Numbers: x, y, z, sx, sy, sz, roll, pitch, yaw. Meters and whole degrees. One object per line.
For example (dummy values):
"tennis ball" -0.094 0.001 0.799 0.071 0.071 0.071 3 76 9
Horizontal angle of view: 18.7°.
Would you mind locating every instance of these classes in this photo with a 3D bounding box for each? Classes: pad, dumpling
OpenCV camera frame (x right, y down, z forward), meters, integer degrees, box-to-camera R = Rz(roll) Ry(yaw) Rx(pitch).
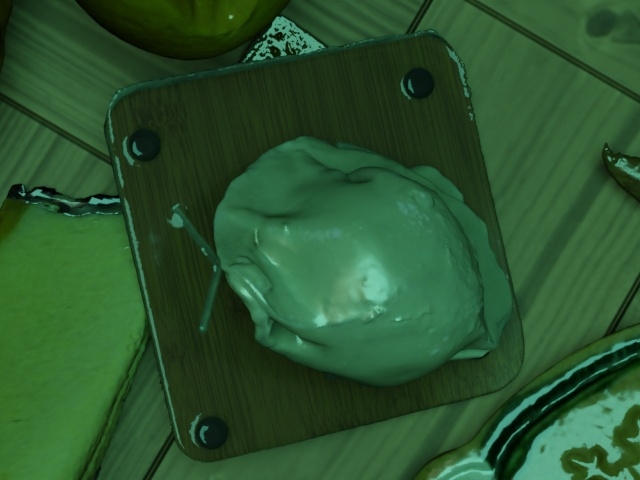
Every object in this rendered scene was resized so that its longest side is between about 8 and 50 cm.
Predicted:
"pad" 0.000 0.000 1.457 0.284 0.018 0.286 -12 89 -15
"dumpling" 0.031 0.007 1.385 0.258 0.147 0.193 -1 64 -38

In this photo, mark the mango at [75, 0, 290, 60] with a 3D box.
"mango" -0.163 -0.282 1.363 0.365 0.253 0.182 42 95 -18

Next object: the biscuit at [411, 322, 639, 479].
"biscuit" 0.247 0.217 1.459 0.344 0.057 0.287 -30 88 -3

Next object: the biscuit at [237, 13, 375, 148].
"biscuit" -0.022 -0.110 1.486 0.119 0.019 0.130 -7 88 -8

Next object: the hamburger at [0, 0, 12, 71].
"hamburger" -0.370 -0.185 1.402 0.290 0.170 0.314 -2 85 -16

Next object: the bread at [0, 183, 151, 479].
"bread" -0.323 0.152 1.459 0.346 0.242 0.405 16 53 2

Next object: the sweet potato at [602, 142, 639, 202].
"sweet potato" 0.362 -0.014 1.476 0.314 0.066 0.072 24 79 2
